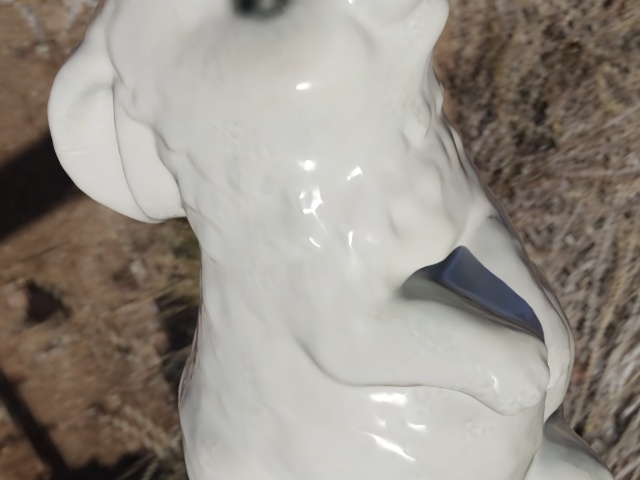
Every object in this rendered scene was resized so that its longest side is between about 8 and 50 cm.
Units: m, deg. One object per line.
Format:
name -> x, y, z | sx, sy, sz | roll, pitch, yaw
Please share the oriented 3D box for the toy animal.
toy animal -> 0.000, 0.000, 0.782 | 0.258, 0.194, 0.357 | 16, 132, 53
